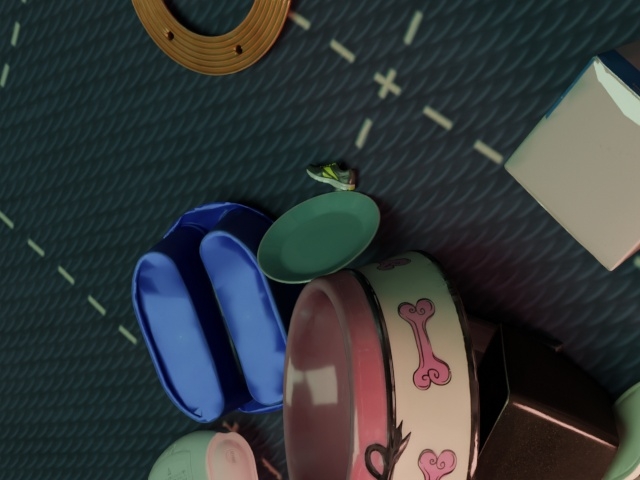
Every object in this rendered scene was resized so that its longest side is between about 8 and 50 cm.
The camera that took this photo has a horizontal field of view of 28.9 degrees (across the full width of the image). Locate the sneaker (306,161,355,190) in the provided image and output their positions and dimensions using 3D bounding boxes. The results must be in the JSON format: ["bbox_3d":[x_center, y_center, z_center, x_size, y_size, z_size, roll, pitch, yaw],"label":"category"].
[{"bbox_3d":[0.018,-0.099,1.795,0.083,0.031,0.035,23,105,27],"label":"sneaker"}]

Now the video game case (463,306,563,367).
[{"bbox_3d":[0.201,0.189,1.747,0.274,0.026,0.196,19,116,32],"label":"video game case"}]

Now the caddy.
[{"bbox_3d":[-0.137,0.112,1.896,0.241,0.179,0.341,-17,96,20],"label":"caddy"}]

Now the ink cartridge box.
[{"bbox_3d":[0.359,-0.108,1.378,0.168,0.233,0.171,46,128,15],"label":"ink cartridge box"}]

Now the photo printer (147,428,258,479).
[{"bbox_3d":[-0.186,0.470,2.044,0.256,0.107,0.307,-36,60,51],"label":"photo printer"}]

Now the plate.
[{"bbox_3d":[0.000,0.000,1.756,0.188,0.188,0.024,4,136,38],"label":"plate"}]

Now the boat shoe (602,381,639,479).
[{"bbox_3d":[0.402,0.307,1.599,0.099,0.116,0.319,17,116,-15],"label":"boat shoe"}]

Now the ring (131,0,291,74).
[{"bbox_3d":[-0.165,-0.412,1.832,0.336,0.032,0.336,14,113,34],"label":"ring"}]

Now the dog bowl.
[{"bbox_3d":[0.061,0.216,1.623,0.408,0.150,0.408,180,90,-74],"label":"dog bowl"}]

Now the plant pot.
[{"bbox_3d":[0.274,0.248,1.586,0.167,0.188,0.187,19,115,-3],"label":"plant pot"}]
